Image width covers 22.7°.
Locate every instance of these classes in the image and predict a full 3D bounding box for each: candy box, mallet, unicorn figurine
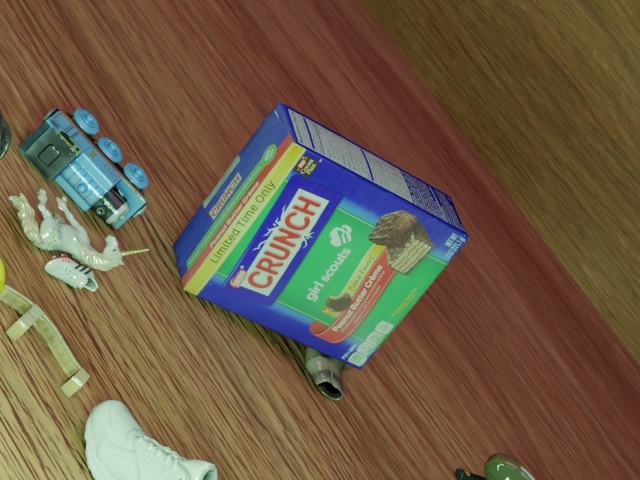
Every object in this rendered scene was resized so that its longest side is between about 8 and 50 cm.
[{"bbox_3d":[0.000,0.000,2.219,0.317,0.268,0.122,27,23,-27],"label":"candy box"},{"bbox_3d":[0.278,0.391,2.484,0.190,0.039,0.062,18,36,-47],"label":"mallet"},{"bbox_3d":[-0.311,-0.010,1.963,0.162,0.060,0.111,-2,51,-45],"label":"unicorn figurine"}]

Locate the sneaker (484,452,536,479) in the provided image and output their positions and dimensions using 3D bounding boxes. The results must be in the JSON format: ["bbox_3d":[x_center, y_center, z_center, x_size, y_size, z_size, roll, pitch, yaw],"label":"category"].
[{"bbox_3d":[0.306,0.418,2.411,0.192,0.064,0.086,56,29,-4],"label":"sneaker"}]

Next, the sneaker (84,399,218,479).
[{"bbox_3d":[-0.160,0.250,1.667,0.232,0.115,0.090,56,20,24],"label":"sneaker"}]

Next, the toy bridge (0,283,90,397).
[{"bbox_3d":[-0.327,0.090,1.761,0.188,0.026,0.063,46,17,-5],"label":"toy bridge"}]

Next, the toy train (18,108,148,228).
[{"bbox_3d":[-0.307,-0.094,2.102,0.184,0.080,0.105,48,28,-6],"label":"toy train"}]

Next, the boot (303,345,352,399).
[{"bbox_3d":[0.017,0.192,2.300,0.118,0.042,0.087,28,33,-42],"label":"boot"}]

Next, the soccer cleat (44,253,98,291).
[{"bbox_3d":[-0.299,0.041,1.918,0.035,0.029,0.083,54,15,29],"label":"soccer cleat"}]

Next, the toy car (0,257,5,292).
[{"bbox_3d":[-0.444,-0.010,1.632,0.225,0.053,0.239,45,26,5],"label":"toy car"}]

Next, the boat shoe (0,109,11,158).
[{"bbox_3d":[-0.409,-0.126,1.928,0.073,0.080,0.223,27,22,-35],"label":"boat shoe"}]
